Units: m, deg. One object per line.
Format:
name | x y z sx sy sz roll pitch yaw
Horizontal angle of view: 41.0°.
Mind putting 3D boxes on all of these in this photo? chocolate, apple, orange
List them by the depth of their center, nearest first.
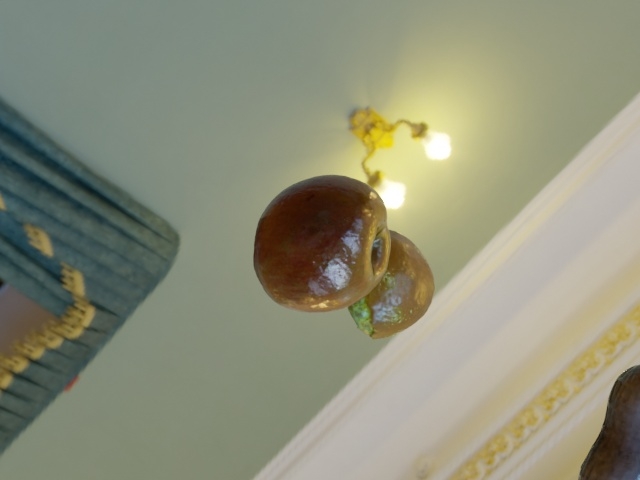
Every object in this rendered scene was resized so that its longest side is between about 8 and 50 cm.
chocolate | 0.292 0.194 0.804 0.072 0.072 0.166 27 -82 59
apple | 0.000 0.000 1.164 0.173 0.160 0.195 6 -116 25
orange | 0.108 0.066 1.463 0.159 0.179 0.237 -24 180 -2
